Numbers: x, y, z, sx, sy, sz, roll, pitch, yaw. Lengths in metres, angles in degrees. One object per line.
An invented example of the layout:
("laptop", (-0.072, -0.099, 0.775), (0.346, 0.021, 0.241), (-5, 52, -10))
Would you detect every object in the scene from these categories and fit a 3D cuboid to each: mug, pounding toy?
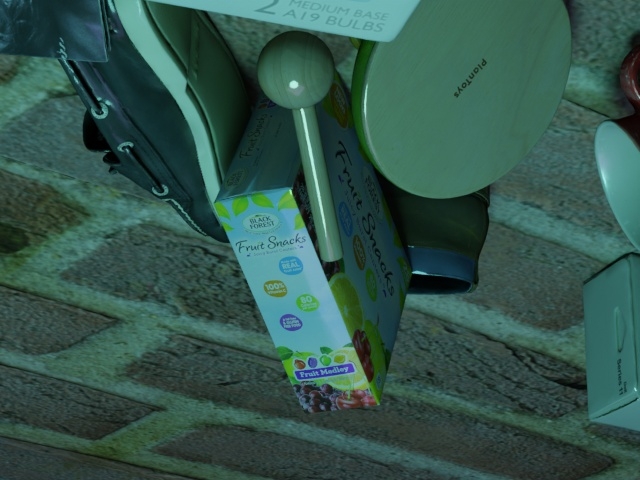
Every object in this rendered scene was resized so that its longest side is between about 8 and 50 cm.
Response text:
("mug", (0.306, -0.081, 1.283), (0.169, 0.113, 0.150), (-20, 128, -9))
("pounding toy", (0.056, -0.121, 1.222), (0.237, 0.110, 0.183), (-28, 127, -20))

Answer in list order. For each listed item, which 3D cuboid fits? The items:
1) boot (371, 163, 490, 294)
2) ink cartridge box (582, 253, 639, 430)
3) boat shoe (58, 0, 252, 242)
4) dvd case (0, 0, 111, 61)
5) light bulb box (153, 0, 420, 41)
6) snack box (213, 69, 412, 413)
("boot", (0.039, -0.011, 1.465), (0.219, 0.106, 0.082), (1, 154, -1))
("ink cartridge box", (0.364, 0.113, 1.665), (0.208, 0.153, 0.087), (14, 152, -23))
("boat shoe", (-0.130, -0.101, 1.263), (0.113, 0.127, 0.340), (-5, 152, 13))
("dvd case", (-0.223, -0.206, 1.065), (0.164, 0.018, 0.221), (5, 135, 8))
("light bulb box", (-0.070, -0.296, 0.746), (0.358, 0.225, 0.361), (8, 154, -14))
("snack box", (0.000, 0.000, 1.328), (0.070, 0.174, 0.207), (-9, 122, 19))
